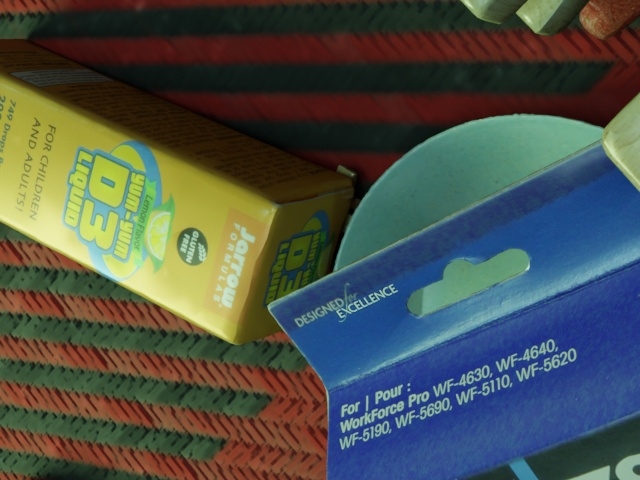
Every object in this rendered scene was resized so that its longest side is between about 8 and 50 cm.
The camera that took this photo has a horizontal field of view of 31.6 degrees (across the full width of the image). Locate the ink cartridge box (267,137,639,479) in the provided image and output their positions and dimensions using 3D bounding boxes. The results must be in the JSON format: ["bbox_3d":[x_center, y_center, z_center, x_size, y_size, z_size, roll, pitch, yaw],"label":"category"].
[{"bbox_3d":[0.126,0.135,0.446,0.165,0.065,0.333,-28,108,28],"label":"ink cartridge box"}]

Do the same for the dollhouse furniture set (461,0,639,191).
[{"bbox_3d":[0.196,-0.059,0.374,0.152,0.201,0.374,-46,72,25],"label":"dollhouse furniture set"}]

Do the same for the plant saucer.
[{"bbox_3d":[0.099,0.038,0.521,0.195,0.037,0.195,5,101,24],"label":"plant saucer"}]

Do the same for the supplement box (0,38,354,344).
[{"bbox_3d":[-0.103,-0.033,0.577,0.233,0.080,0.078,23,109,23],"label":"supplement box"}]

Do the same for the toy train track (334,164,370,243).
[{"bbox_3d":[0.000,0.000,0.574,0.048,0.014,0.083,34,112,23],"label":"toy train track"}]
